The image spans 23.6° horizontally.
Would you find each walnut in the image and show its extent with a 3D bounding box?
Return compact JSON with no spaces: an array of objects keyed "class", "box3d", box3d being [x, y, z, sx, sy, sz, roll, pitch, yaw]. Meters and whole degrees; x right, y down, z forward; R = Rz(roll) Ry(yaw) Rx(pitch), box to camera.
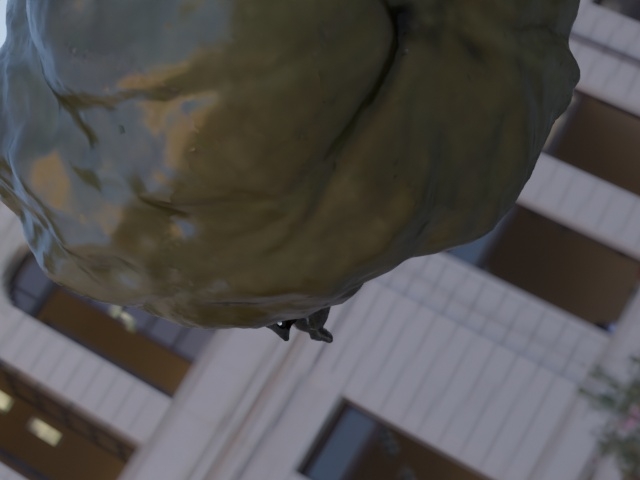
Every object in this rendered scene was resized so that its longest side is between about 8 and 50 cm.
[{"class":"walnut","box3d":[-0.023,-0.101,0.702,0.253,0.277,0.282,-3,-95,-26]}]

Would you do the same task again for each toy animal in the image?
[{"class":"toy animal","box3d":[-0.019,-0.003,1.790,0.260,0.087,0.243,7,-91,-73]}]
